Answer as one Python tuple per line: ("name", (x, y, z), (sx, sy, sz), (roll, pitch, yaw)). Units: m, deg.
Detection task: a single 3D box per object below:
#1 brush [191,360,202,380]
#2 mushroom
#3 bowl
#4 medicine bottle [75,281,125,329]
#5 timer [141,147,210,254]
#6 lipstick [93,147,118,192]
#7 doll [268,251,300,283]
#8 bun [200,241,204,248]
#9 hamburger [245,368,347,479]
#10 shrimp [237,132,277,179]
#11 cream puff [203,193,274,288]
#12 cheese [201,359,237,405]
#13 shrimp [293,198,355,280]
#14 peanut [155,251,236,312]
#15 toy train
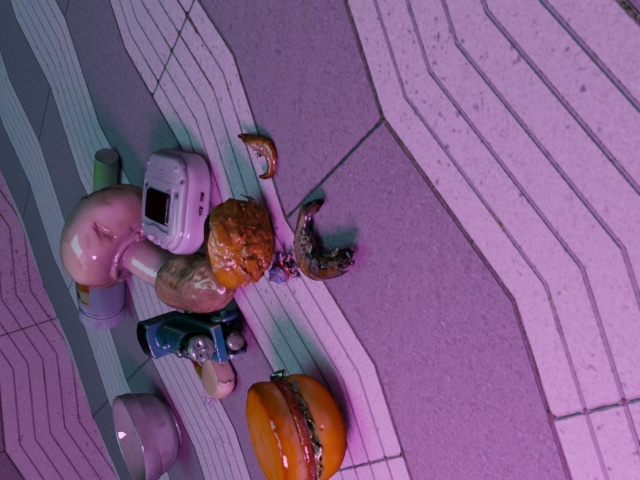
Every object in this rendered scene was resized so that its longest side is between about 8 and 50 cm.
("brush", (-0.345, 0.362, 2.112), (0.083, 0.019, 0.021), (50, 152, 29))
("mushroom", (-0.515, 0.027, 2.002), (0.336, 0.314, 0.314), (34, 136, 17))
("bowl", (-0.561, 0.633, 2.455), (0.307, 0.163, 0.307), (34, 133, 47))
("medicine bottle", (-0.717, 0.127, 2.446), (0.158, 0.158, 0.318), (46, 139, 36))
("timer", (-0.348, -0.095, 1.773), (0.262, 0.087, 0.236), (19, 104, 54))
("lipstick", (-0.659, -0.146, 2.294), (0.076, 0.076, 0.304), (53, 145, 28))
("doll", (-0.079, 0.064, 1.523), (0.057, 0.039, 0.114), (32, 141, -16))
("bun", (-0.300, -0.017, 1.820), (0.083, 0.045, 0.083), (-9, 80, 61))
("hamburger", (-0.042, 0.372, 1.497), (0.246, 0.170, 0.246), (168, 90, -71))
("shrimp", (-0.127, -0.172, 1.488), (0.127, 0.025, 0.091), (38, 137, 39))
("cream puff", (-0.157, 0.001, 1.519), (0.189, 0.130, 0.189), (-9, -90, -82))
("cheese", (-0.286, 0.382, 2.000), (0.127, 0.054, 0.251), (61, 148, 23))
("shrimp", (0.000, 0.000, 1.358), (0.217, 0.051, 0.150), (-7, 92, 62))
("peanut", (-0.290, 0.097, 1.780), (0.325, 0.140, 0.153), (-12, 75, 56))
("toy train", (-0.309, 0.233, 1.823), (0.298, 0.194, 0.120), (4, 108, 56))
